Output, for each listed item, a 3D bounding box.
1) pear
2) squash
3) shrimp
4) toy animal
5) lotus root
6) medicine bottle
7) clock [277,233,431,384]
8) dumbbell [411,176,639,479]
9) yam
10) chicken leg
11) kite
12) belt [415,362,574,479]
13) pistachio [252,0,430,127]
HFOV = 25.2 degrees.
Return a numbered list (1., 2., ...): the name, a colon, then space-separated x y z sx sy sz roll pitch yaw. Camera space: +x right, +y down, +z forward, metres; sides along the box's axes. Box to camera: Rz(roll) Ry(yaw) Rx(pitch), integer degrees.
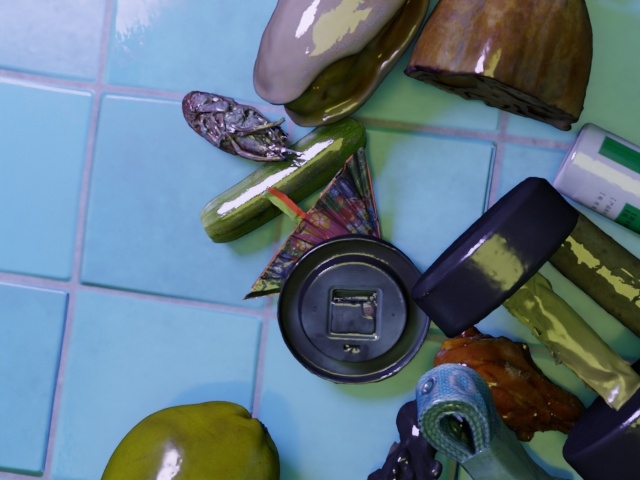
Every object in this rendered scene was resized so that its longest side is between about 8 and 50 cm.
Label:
1. pear: -0.159 0.310 1.675 0.212 0.212 0.269 41 88 3
2. squash: -0.042 -0.073 1.723 0.229 0.066 0.066 -33 88 6
3. shrimp: -0.091 -0.131 1.705 0.190 0.073 0.075 32 62 34
4. toy animal: 0.094 0.332 1.621 0.106 0.343 0.168 22 119 -12
5. lotus root: 0.215 -0.239 1.642 0.188 0.199 0.180 18 87 -39
6. medicine bottle: 0.403 -0.042 1.664 0.260 0.095 0.095 27 94 6
7. clock: 0.040 0.081 1.712 0.185 0.040 0.184 0 104 1
8. dumbbell: 0.275 0.106 1.575 0.204 0.204 0.322 -44 89 5
9. yam: 0.378 0.070 1.678 0.371 0.083 0.083 41 95 6
10. chicken leg: 0.274 0.200 1.693 0.304 0.093 0.113 27 82 0
11. kite: 0.000 0.000 1.717 0.183 0.014 0.241 38 105 -18
12. belt: 0.208 0.255 1.634 0.087 0.072 0.302 -31 122 17
13. pistachio: 0.024 -0.272 1.662 0.288 0.166 0.197 -52 46 -2
